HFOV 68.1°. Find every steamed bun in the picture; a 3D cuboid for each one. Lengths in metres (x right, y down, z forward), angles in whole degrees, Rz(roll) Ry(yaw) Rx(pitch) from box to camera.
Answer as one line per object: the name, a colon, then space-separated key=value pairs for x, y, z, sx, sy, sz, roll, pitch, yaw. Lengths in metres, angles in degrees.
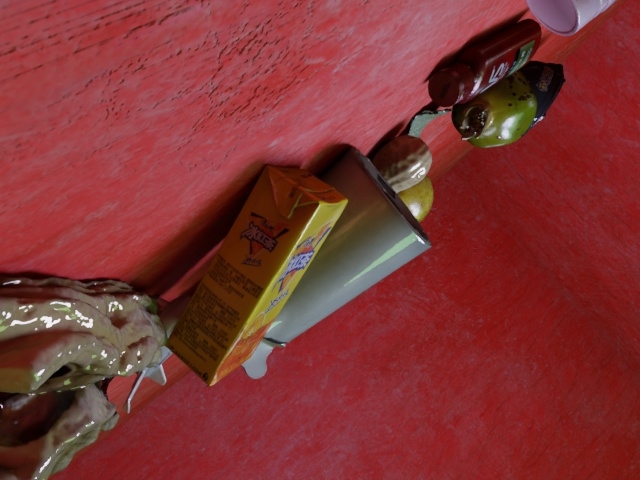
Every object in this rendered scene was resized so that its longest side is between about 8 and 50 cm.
steamed bun: x=-0.314 y=0.179 z=0.558 sx=0.247 sy=0.189 sz=0.428 roll=-31 pitch=173 yaw=-8

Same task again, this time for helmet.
helmet: x=0.620 y=-0.460 z=1.474 sx=0.278 sy=0.161 sz=0.230 roll=-66 pitch=-176 yaw=-20

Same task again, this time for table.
table: x=-0.184 y=0.199 z=1.055 sx=0.166 sy=0.198 sz=0.166 roll=-54 pitch=-165 yaw=22

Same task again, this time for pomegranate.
pomegranate: x=0.410 y=-0.301 z=1.143 sx=0.245 sy=0.198 sz=0.198 roll=-66 pitch=-173 yaw=-28

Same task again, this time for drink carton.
drink carton: x=-0.103 y=0.053 z=0.775 sx=0.351 sy=0.111 sz=0.154 roll=-57 pitch=168 yaw=16

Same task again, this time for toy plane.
toy plane: x=-0.304 y=0.186 z=0.890 sx=0.255 sy=0.101 sz=0.251 roll=-57 pitch=-172 yaw=30

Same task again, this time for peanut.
peanut: x=0.148 y=-0.148 z=1.157 sx=0.298 sy=0.120 sz=0.136 roll=-40 pitch=-166 yaw=38

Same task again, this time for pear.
pear: x=0.264 y=-0.146 z=1.513 sx=0.197 sy=0.197 sz=0.197 roll=-39 pitch=173 yaw=-5

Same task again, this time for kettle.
kettle: x=0.000 y=0.000 z=1.025 sx=0.377 sy=0.250 sz=0.361 roll=-39 pitch=-158 yaw=14

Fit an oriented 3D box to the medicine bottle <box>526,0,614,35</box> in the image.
medicine bottle: x=0.465 y=-0.461 z=0.751 sx=0.250 sy=0.133 sz=0.133 roll=-40 pitch=173 yaw=9

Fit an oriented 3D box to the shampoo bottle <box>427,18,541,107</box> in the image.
shampoo bottle: x=0.337 y=-0.356 z=0.960 sx=0.314 sy=0.076 sz=0.118 roll=-35 pitch=163 yaw=-32

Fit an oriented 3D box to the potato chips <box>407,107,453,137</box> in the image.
potato chips: x=0.259 y=-0.268 z=1.205 sx=0.167 sy=0.059 sz=0.228 roll=-43 pitch=168 yaw=-32
